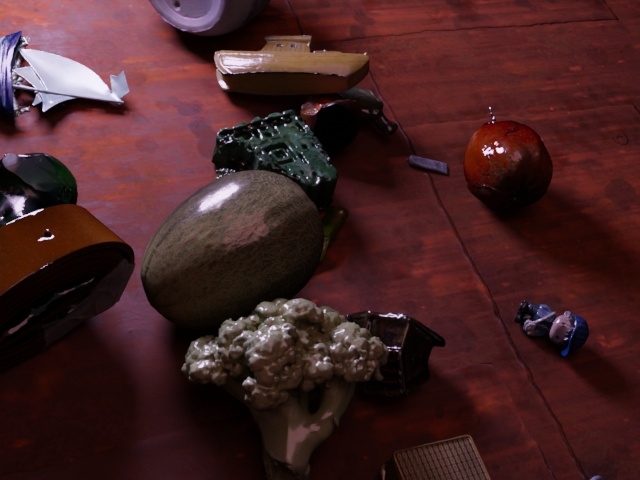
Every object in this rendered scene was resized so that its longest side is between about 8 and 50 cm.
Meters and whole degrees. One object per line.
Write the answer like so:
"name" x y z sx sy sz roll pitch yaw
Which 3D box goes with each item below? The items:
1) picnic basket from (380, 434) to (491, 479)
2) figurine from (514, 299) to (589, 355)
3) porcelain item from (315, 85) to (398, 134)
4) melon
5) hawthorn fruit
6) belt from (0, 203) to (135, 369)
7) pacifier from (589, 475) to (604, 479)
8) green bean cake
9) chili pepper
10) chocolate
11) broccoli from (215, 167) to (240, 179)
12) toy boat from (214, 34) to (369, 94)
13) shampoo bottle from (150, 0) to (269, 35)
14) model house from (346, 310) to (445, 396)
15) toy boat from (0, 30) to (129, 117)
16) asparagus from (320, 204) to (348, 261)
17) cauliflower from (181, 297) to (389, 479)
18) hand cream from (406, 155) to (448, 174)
"picnic basket" 0.189 0.393 1.701 0.164 0.079 0.115 -7 56 -22
"figurine" 0.438 0.161 1.979 0.136 0.077 0.079 27 14 24
"porcelain item" 0.077 -0.293 2.208 0.216 0.069 0.081 37 48 14
"melon" -0.149 0.018 1.776 0.329 0.248 0.248 -30 66 -17
"hawthorn fruit" 0.380 -0.175 2.141 0.181 0.181 0.235 4 57 -15
"belt" -0.458 0.077 1.660 0.339 0.217 0.122 -34 63 -31
"pacifier" 0.345 0.480 1.621 0.233 0.244 0.299 9 42 30
"green bean cake" -0.083 -0.141 2.017 0.193 0.107 0.208 -17 62 -29
"chili pepper" -0.503 -0.059 1.812 0.148 0.116 0.264 21 51 -5
"chocolate" 0.021 -0.251 2.125 0.124 0.127 0.133 29 25 -8
"broccoli" -0.192 -0.045 1.925 0.204 0.122 0.118 -38 56 -21
"toy boat" -0.059 -0.361 2.152 0.321 0.089 0.121 0 53 5
"shampoo bottle" -0.220 -0.581 2.208 0.273 0.273 0.266 32 42 9
"model house" 0.111 0.206 1.825 0.165 0.106 0.152 1 57 29
"toy boat" -0.532 -0.300 2.024 0.292 0.070 0.210 24 51 -1
"asparagus" 0.000 0.000 1.975 0.045 0.041 0.178 23 50 11
"cauliflower" -0.048 0.218 1.649 0.327 0.260 0.281 -12 51 0
"hand cream" 0.224 -0.159 2.184 0.093 0.019 0.030 10 52 -12
